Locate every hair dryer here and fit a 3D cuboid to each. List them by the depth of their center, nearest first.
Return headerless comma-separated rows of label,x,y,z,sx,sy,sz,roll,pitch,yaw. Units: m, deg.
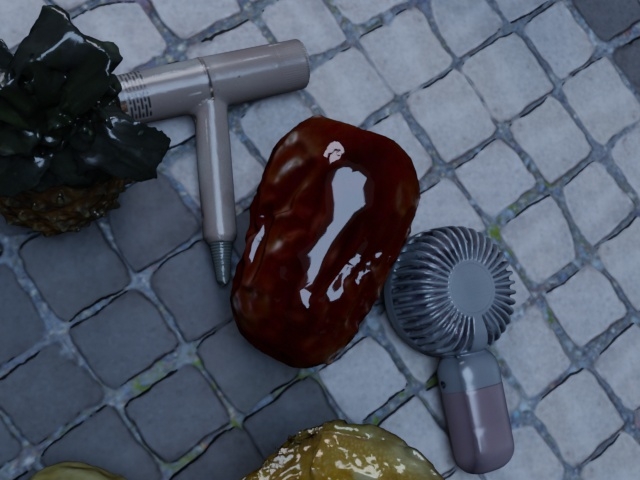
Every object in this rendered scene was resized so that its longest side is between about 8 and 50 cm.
hair dryer,-0.080,-0.075,0.930,0.195,0.053,0.221,-17,84,-18

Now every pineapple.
pineapple,-0.207,-0.089,0.764,0.170,0.310,0.141,19,76,-11

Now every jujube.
jujube,0.000,0.000,0.885,0.155,0.155,0.230,26,78,-8

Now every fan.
fan,0.139,0.107,0.946,0.130,0.074,0.245,-8,86,-28

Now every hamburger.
hamburger,0.006,0.285,0.811,0.244,0.163,0.245,8,65,-18

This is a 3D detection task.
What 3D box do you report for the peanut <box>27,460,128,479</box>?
peanut,-0.180,0.333,0.783,0.146,0.147,0.306,-20,80,-18
